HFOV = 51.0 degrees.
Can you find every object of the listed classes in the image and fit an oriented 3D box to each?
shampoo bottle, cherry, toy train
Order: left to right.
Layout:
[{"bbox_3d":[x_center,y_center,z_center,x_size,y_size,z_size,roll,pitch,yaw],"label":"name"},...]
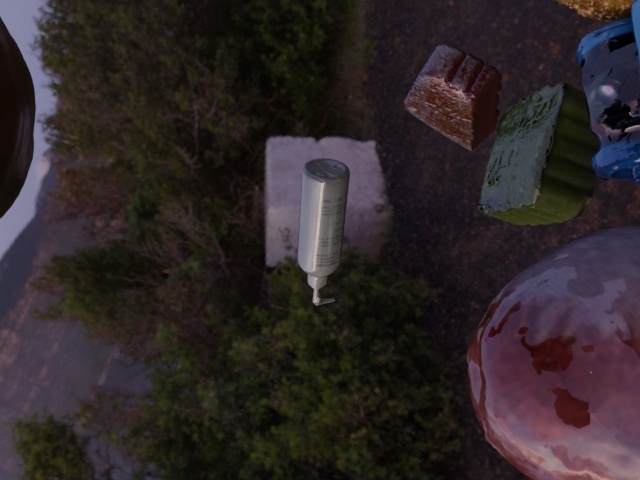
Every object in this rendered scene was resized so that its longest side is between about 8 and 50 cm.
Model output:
[{"bbox_3d":[0.000,0.000,0.803,0.056,0.056,0.195,-104,16,-55],"label":"shampoo bottle"},{"bbox_3d":[0.337,0.140,0.701,0.326,0.335,0.291,-39,-40,-41],"label":"cherry"},{"bbox_3d":[0.435,-0.166,0.703,0.265,0.300,0.188,156,114,-62],"label":"toy train"}]

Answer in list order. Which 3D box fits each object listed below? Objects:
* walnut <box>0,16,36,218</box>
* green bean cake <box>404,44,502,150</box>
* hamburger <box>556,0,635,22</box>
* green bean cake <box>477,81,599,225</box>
[{"bbox_3d":[-0.272,-0.080,0.400,0.336,0.209,0.209,-154,81,-75],"label":"walnut"},{"bbox_3d":[0.279,-0.285,1.342,0.097,0.198,0.233,-59,-5,-9],"label":"green bean cake"},{"bbox_3d":[0.314,-0.347,0.726,0.276,0.294,0.179,33,103,25],"label":"hamburger"},{"bbox_3d":[0.355,-0.132,1.084,0.200,0.113,0.214,170,118,-75],"label":"green bean cake"}]
